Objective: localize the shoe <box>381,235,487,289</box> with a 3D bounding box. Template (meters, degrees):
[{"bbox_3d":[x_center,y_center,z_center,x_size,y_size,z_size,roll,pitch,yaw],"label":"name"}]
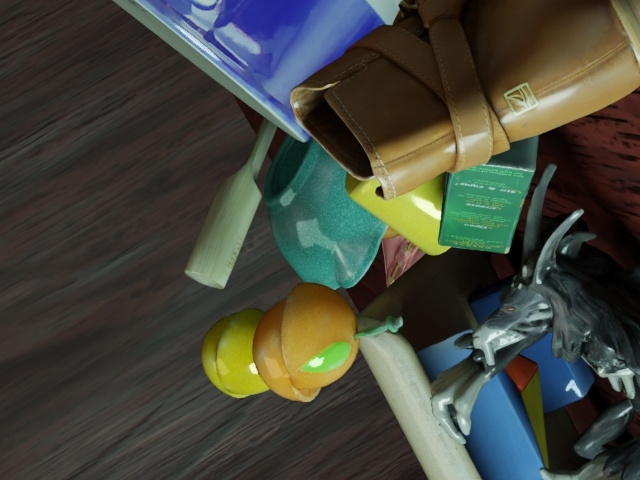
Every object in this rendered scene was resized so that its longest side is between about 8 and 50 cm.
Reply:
[{"bbox_3d":[0.079,0.016,1.575,0.081,0.063,0.178,62,155,17],"label":"shoe"}]

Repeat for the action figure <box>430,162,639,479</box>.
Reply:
[{"bbox_3d":[0.146,0.096,1.048,0.276,0.141,0.164,58,179,-31],"label":"action figure"}]

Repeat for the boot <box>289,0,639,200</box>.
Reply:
[{"bbox_3d":[0.057,-0.082,0.718,0.073,0.152,0.197,60,176,-15],"label":"boot"}]

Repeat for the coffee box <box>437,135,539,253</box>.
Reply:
[{"bbox_3d":[0.085,-0.066,0.924,0.184,0.040,0.113,83,-166,-77],"label":"coffee box"}]

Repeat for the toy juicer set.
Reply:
[{"bbox_3d":[0.000,0.000,1.178,0.089,0.209,0.329,26,-173,-19],"label":"toy juicer set"}]

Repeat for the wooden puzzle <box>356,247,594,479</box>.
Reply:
[{"bbox_3d":[0.154,0.150,1.280,0.322,0.080,0.348,62,-164,-3],"label":"wooden puzzle"}]

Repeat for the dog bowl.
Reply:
[{"bbox_3d":[-0.078,-0.171,1.018,0.265,0.104,0.265,39,180,0],"label":"dog bowl"}]

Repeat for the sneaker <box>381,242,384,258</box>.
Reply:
[{"bbox_3d":[0.122,0.082,1.706,0.121,0.079,0.217,167,80,-89],"label":"sneaker"}]
